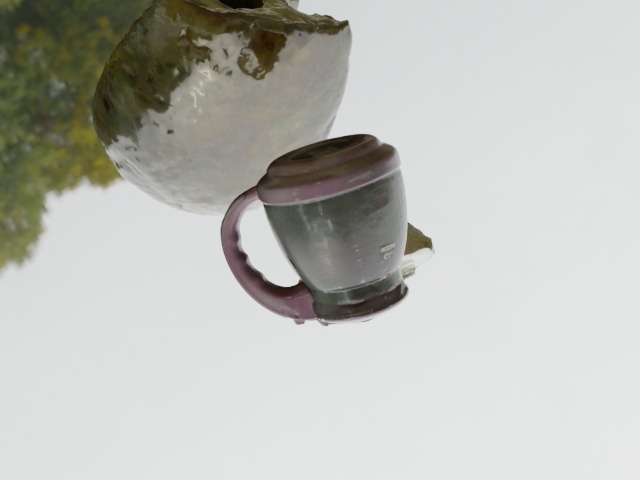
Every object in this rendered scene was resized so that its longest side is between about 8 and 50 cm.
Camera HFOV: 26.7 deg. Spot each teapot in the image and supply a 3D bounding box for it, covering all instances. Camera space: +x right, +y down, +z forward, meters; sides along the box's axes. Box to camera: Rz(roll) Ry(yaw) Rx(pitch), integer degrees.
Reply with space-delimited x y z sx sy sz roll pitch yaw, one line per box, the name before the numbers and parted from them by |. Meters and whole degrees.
teapot | 0.006 0.000 1.074 0.148 0.146 0.116 -20 -166 -20

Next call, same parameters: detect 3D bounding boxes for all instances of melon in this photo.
melon | 0.038 -0.001 1.636 0.202 0.140 0.093 -19 175 32

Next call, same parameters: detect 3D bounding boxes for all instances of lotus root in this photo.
lotus root | -0.111 -0.122 1.301 0.142 0.210 0.314 -38 164 -43
